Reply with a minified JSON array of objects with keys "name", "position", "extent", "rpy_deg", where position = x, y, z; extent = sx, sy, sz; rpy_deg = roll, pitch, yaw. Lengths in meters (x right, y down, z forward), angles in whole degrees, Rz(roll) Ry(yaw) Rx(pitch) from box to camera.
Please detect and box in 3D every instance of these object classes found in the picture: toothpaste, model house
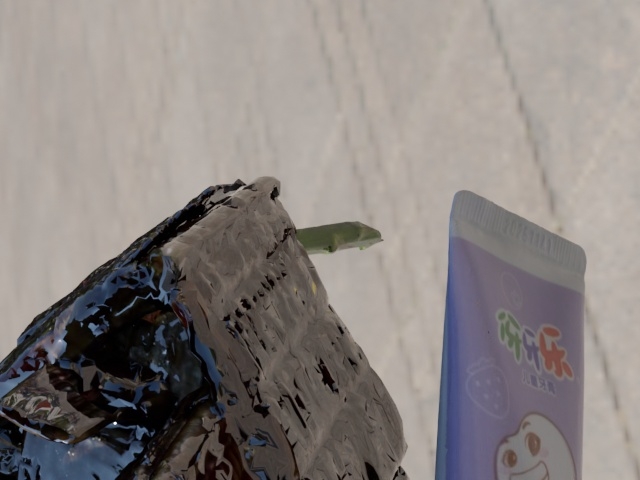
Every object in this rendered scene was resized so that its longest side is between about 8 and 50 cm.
[{"name":"toothpaste","position":[0.092,0.164,1.003],"extent":[0.080,0.125,0.371],"rpy_deg":[-13,65,39]},{"name":"model house","position":[-0.109,0.120,1.057],"extent":[0.317,0.297,0.282],"rpy_deg":[-47,-29,-63]}]

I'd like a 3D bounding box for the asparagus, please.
[{"name":"asparagus","position":[0.001,0.000,1.352],"extent":[0.025,0.108,0.021],"rpy_deg":[-16,84,50]}]
